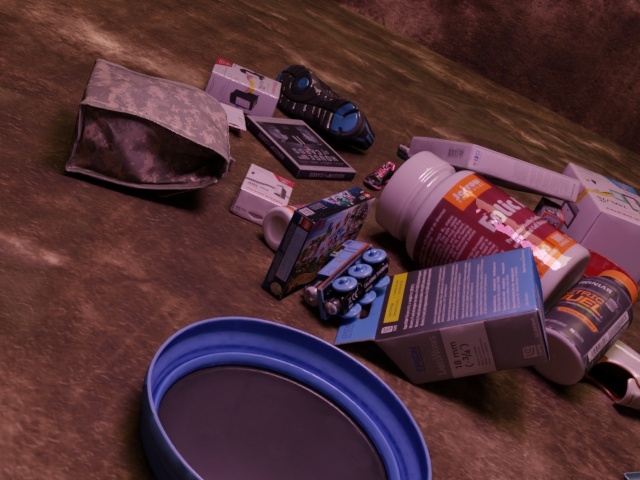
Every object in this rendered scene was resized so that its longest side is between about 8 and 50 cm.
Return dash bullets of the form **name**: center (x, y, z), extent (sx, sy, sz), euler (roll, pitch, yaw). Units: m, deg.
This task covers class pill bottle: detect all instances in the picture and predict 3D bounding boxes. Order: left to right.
- **pill bottle**: center (-0.030, -0.027, 1.655), extent (0.086, 0.086, 0.152), euler (41, 30, 28)
- **pill bottle**: center (0.315, 0.000, 1.759), extent (0.392, 0.224, 0.224), euler (38, 29, 23)
- **pill bottle**: center (0.501, 0.153, 1.655), extent (0.130, 0.130, 0.245), euler (38, 53, 23)

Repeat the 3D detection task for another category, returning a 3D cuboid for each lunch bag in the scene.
- **lunch bag**: center (-0.306, -0.199, 1.634), extent (0.287, 0.169, 0.235), euler (13, 28, -15)

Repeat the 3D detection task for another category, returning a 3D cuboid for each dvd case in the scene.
- **dvd case**: center (-0.050, -0.218, 2.055), extent (0.179, 0.029, 0.239), euler (-2, 37, -43)

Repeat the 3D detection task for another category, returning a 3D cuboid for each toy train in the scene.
- **toy train**: center (0.046, 0.069, 1.527), extent (0.105, 0.080, 0.184), euler (10, 34, 34)

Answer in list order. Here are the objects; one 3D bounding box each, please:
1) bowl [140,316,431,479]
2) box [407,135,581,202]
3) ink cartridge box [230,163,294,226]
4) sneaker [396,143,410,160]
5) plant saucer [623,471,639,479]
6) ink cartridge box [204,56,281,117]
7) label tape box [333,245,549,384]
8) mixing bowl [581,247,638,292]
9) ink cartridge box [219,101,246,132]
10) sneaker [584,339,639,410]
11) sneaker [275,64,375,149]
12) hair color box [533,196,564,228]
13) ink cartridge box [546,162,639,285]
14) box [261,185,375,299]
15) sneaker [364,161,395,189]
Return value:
- **bowl**: center (-0.047, 0.252, 1.137), extent (0.391, 0.077, 0.391), euler (21, 26, -11)
- **box**: center (0.389, -0.161, 1.970), extent (0.322, 0.058, 0.232), euler (15, 3, -30)
- **ink cartridge box**: center (-0.112, -0.086, 1.724), extent (0.099, 0.056, 0.135), euler (24, 26, -6)
- **sneaker**: center (0.252, -0.134, 2.078), extent (0.107, 0.110, 0.275), euler (14, 31, -41)
- **plant saucer**: center (0.560, 0.446, 1.393), extent (0.067, 0.018, 0.192), euler (7, 33, -34)
- **ink cartridge box**: center (-0.190, -0.372, 2.164), extent (0.175, 0.072, 0.127), euler (21, 26, -10)
- **label tape box**: center (0.212, 0.134, 1.506), extent (0.333, 0.106, 0.240), euler (-12, 21, 16)
- **mixing bowl**: center (0.610, 0.104, 1.976), extent (0.181, 0.098, 0.181), euler (20, 26, -10)
- **ink cartridge box**: center (-0.208, -0.276, 2.021), extent (0.063, 0.029, 0.115), euler (16, 29, -20)
- **sneaker**: center (0.625, 0.299, 1.650), extent (0.290, 0.106, 0.123), euler (28, 36, 20)
- **sneaker**: center (0.002, -0.334, 2.257), extent (0.341, 0.125, 0.139), euler (44, 4, 36)
- **hair color box**: center (0.484, -0.005, 1.985), extent (0.053, 0.167, 0.093), euler (25, 26, -1)
- **ink cartridge box**: center (0.686, -0.025, 2.168), extent (0.198, 0.197, 0.270), euler (19, 27, -13)
- **box**: center (0.000, 0.000, 1.548), extent (0.044, 0.159, 0.233), euler (33, 27, 18)
- **sneaker**: center (0.145, -0.160, 2.092), extent (0.047, 0.057, 0.119), euler (35, 28, 13)
